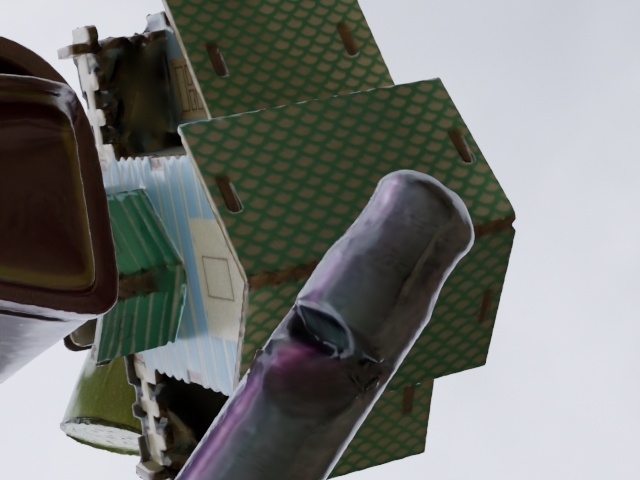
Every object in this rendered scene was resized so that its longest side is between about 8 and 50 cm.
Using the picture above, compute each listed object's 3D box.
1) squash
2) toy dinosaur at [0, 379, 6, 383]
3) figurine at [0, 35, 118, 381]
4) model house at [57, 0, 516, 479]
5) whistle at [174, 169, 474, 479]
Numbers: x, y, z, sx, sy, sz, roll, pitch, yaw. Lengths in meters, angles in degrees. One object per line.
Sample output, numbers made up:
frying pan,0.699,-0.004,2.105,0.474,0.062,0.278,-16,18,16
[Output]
squash,-0.157,0.079,1.373,0.094,0.094,0.224,39,-128,-39
toy dinosaur,-0.273,0.071,1.301,0.393,0.205,0.092,-26,-87,-15
figurine,-0.107,-0.017,0.436,0.082,0.154,0.098,15,-117,-26
model house,-0.023,0.005,0.733,0.178,0.206,0.271,-9,-83,-26
whistle,-0.018,0.060,0.380,0.033,0.033,0.176,41,-102,-38
